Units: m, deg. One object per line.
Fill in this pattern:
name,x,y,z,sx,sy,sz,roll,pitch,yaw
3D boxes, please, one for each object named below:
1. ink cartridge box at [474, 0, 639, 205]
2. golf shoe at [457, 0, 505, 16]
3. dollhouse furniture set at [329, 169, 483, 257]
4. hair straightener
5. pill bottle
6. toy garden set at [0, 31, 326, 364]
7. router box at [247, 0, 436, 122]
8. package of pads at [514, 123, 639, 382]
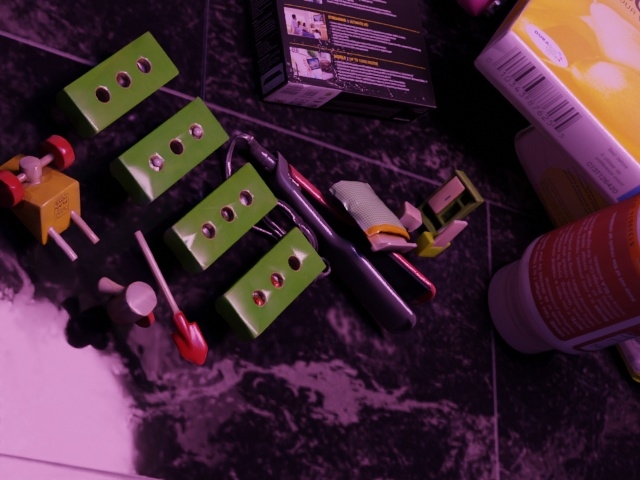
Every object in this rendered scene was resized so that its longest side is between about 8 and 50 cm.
ink cartridge box,0.324,-0.160,1.408,0.303,0.072,0.307,43,49,-8
golf shoe,0.189,-0.349,1.495,0.140,0.115,0.306,37,49,-3
dollhouse furniture set,0.084,-0.032,1.265,0.151,0.058,0.076,4,48,-56
hair straightener,0.000,0.000,1.224,0.230,0.047,0.089,46,50,-15
pill bottle,0.260,0.035,1.307,0.121,0.216,0.121,16,63,-34
toy garden set,-0.134,-0.015,1.122,0.244,0.049,0.204,53,47,-8
router box,0.020,-0.186,1.317,0.179,0.046,0.133,5,69,-38
package of pads,0.346,-0.024,1.480,0.229,0.101,0.297,-26,89,-43
